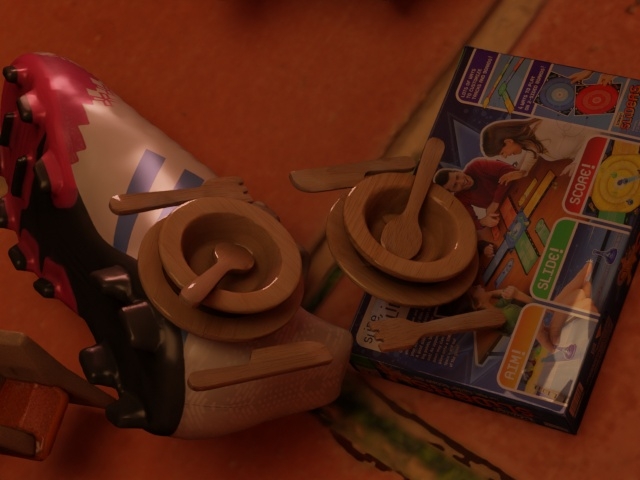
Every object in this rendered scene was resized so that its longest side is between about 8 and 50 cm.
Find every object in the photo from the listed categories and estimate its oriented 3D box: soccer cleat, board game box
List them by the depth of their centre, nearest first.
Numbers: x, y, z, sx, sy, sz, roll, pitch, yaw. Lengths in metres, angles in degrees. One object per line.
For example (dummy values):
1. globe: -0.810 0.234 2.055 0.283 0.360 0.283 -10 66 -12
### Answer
1. board game box: 0.110 -0.005 0.963 0.136 0.035 0.201 15 71 26
2. soccer cleat: -0.094 -0.001 1.008 0.143 0.116 0.331 -3 37 -27

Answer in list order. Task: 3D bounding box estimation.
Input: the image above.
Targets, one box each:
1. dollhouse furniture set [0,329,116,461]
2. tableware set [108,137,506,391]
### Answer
1. dollhouse furniture set: -0.171 0.195 0.940 0.259 0.135 0.262 4 66 34
2. tableware set: 0.000 0.000 0.895 0.194 0.039 0.128 -10 54 -27
